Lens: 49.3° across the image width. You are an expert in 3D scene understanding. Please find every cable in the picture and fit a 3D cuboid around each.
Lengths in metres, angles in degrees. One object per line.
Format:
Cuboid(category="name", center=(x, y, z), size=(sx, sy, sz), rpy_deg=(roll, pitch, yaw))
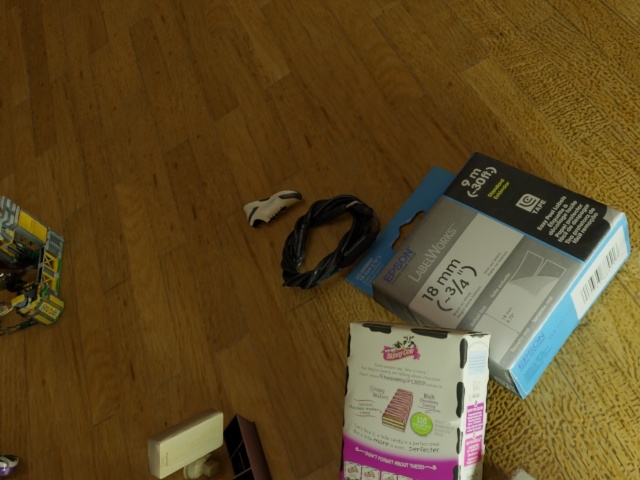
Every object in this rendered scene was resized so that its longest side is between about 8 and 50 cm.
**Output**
Cuboid(category="cable", center=(0.000, 0.000, 1.093), size=(0.184, 0.047, 0.150), rpy_deg=(-44, 42, -2))

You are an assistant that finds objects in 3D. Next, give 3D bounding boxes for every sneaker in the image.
Cuboid(category="sneaker", center=(-0.567, 0.399, 1.160), size=(0.169, 0.068, 0.071), rpy_deg=(-24, 66, 25))
Cuboid(category="sneaker", center=(-0.078, -0.053, 1.189), size=(0.109, 0.040, 0.044), rpy_deg=(-20, 69, 21))

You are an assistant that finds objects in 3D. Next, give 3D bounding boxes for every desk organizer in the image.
Cuboid(category="desk organizer", center=(-0.104, 0.308, 0.955), size=(0.047, 0.050, 0.130), rpy_deg=(-32, 50, 8))

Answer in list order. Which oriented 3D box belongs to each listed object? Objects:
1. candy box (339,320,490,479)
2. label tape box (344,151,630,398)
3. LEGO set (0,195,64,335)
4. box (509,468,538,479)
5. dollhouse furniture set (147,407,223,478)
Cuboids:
Cuboid(category="candy box", center=(0.108, 0.217, 0.816), size=(0.159, 0.071, 0.234), rpy_deg=(2, 87, 38))
Cuboid(category="label tape box", center=(0.196, 0.015, 0.942), size=(0.333, 0.106, 0.241), rpy_deg=(32, 78, 39))
Cuboid(category="LEGO set", center=(-0.658, 0.066, 1.328), size=(0.331, 0.192, 0.255), rpy_deg=(-14, 54, 21))
Cuboid(category="box", center=(0.288, 0.354, 0.678), size=(0.275, 0.094, 0.113), rpy_deg=(31, 78, 39))
Cuboid(category="dollhouse furniture set", center=(-0.228, 0.312, 0.959), size=(0.123, 0.144, 0.151), rpy_deg=(11, 106, 35))
